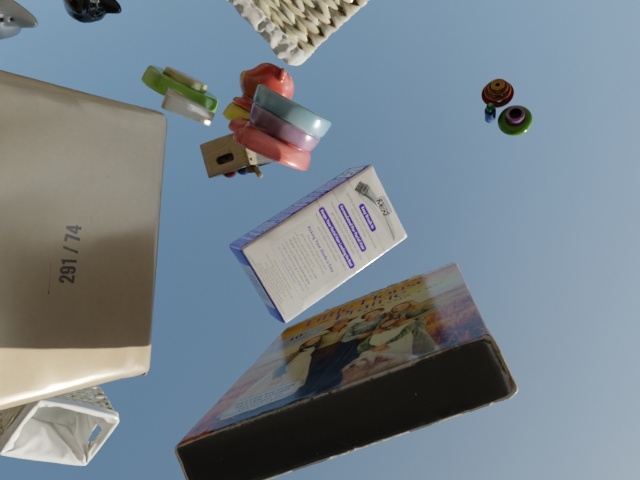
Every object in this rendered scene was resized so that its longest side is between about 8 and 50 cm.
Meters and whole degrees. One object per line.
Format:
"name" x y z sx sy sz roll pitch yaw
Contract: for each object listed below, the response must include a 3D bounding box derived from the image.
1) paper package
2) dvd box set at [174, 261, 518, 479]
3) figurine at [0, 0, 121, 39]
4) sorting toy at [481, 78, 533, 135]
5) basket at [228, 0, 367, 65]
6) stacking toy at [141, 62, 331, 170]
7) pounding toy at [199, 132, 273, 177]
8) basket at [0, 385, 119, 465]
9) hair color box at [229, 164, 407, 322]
"paper package" -0.332 0.000 0.548 0.168 0.310 0.324 8 -86 30
"dvd box set" 0.050 0.134 0.651 0.308 0.420 0.062 -23 -89 13
"figurine" -0.429 -0.357 0.738 0.209 0.092 0.215 38 -133 14
"sorting toy" 0.280 -0.208 0.807 0.061 0.042 0.101 -30 -114 7
"basket" -0.028 -0.550 0.889 0.267 0.331 0.328 -23 -143 40
"stacking toy" -0.132 -0.251 0.879 0.130 0.280 0.309 -62 -147 13
"pounding toy" -0.155 -0.169 1.082 0.141 0.130 0.100 -11 -83 30
"basket" -0.466 0.311 0.931 0.113 0.167 0.103 -53 -134 -1
"hair color box" 0.000 0.000 1.131 0.339 0.185 0.110 -33 -164 -17
